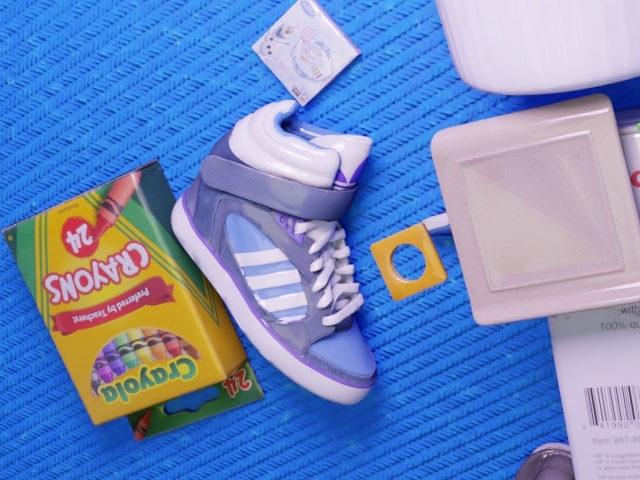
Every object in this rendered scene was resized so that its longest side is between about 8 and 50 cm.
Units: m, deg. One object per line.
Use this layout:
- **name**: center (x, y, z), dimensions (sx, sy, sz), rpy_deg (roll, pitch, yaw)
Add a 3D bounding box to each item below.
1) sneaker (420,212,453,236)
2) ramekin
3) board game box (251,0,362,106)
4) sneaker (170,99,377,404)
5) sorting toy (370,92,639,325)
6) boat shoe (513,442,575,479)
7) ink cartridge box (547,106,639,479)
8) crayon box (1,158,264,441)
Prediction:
- **sneaker**: center (0.187, 0.004, 1.447), dimensions (0.152, 0.058, 0.085), rpy_deg (-8, 94, 14)
- **ramekin**: center (0.240, -0.236, 1.252), dimensions (0.277, 0.277, 0.135), rpy_deg (-7, 111, 21)
- **board game box**: center (-0.016, -0.212, 1.478), dimensions (0.090, 0.020, 0.090), rpy_deg (-41, 89, 25)
- **sneaker**: center (0.000, 0.000, 1.471), dimensions (0.323, 0.130, 0.236), rpy_deg (48, 118, 7)
- **sorting toy**: center (0.210, -0.028, 1.264), dimensions (0.347, 0.047, 0.196), rpy_deg (-11, 95, 26)
- **boat shoe**: center (0.231, 0.392, 1.519), dimensions (0.112, 0.095, 0.335), rpy_deg (16, 109, 14)
- **ink cartridge box**: center (0.383, 0.059, 1.333), dimensions (0.285, 0.166, 0.395), rpy_deg (-7, 103, 23)
- **crayon box**: center (-0.223, 0.088, 1.601), dimensions (0.202, 0.081, 0.319), rpy_deg (-22, 97, 23)
